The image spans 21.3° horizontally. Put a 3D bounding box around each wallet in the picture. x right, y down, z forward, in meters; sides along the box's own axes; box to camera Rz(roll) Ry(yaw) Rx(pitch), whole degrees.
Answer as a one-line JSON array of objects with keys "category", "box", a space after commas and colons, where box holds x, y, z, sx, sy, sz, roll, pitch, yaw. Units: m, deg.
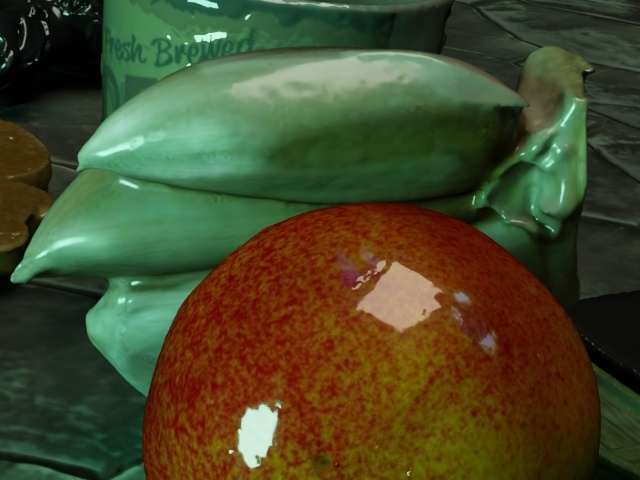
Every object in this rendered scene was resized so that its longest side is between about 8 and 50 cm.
[{"category": "wallet", "box": [0.289, 0.066, 1.250, 0.244, 0.025, 0.124, -7, 28, -36]}]

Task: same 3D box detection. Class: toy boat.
[{"category": "toy boat", "box": [0.150, 0.098, 1.075, 0.093, 0.055, 0.293, -6, 28, -32]}]

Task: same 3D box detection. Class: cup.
[{"category": "cup", "box": [-0.008, -0.060, 1.126, 0.301, 0.257, 0.227, 21, 27, 27]}]

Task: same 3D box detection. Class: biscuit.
[{"category": "biscuit", "box": [-0.286, -0.038, 1.237, 0.202, 0.044, 0.288, -2, 26, -25]}]

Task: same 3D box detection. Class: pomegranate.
[{"category": "pomegranate", "box": [0.037, 0.106, 0.813, 0.257, 0.221, 0.221, 42, 28, 4]}]

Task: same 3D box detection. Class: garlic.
[{"category": "garlic", "box": [0.000, 0.000, 0.962, 0.325, 0.279, 0.132, -8, 39, 0]}]

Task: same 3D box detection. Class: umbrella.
[{"category": "umbrella", "box": [-0.262, -0.178, 1.517, 0.122, 0.110, 0.272, 22, 30, 27]}]
